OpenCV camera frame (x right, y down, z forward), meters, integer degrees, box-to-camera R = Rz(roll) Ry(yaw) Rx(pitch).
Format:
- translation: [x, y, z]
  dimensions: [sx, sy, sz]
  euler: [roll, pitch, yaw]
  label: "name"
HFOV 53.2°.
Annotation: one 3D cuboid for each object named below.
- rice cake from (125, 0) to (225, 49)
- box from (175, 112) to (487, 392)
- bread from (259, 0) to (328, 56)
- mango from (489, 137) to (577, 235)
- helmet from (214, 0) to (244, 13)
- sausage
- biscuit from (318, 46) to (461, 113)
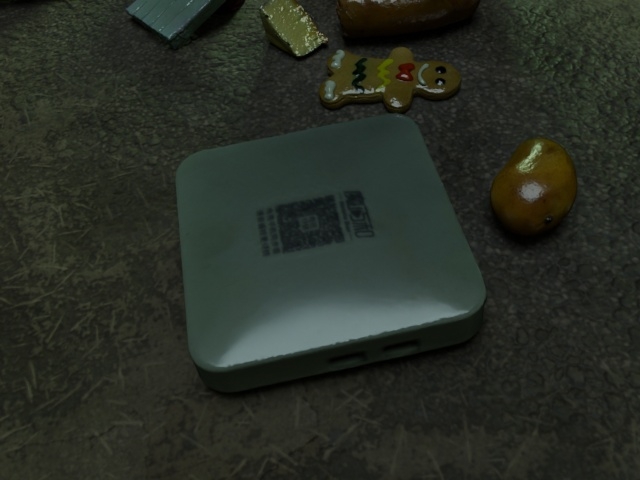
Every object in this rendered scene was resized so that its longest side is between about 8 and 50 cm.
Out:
- translation: [-0.265, -0.480, 1.247]
  dimensions: [0.189, 0.037, 0.198]
  euler: [38, 87, 30]
  label: "rice cake"
- translation: [0.000, 0.000, 0.866]
  dimensions: [0.373, 0.090, 0.367]
  euler: [-11, 54, -3]
  label: "box"
- translation: [-0.051, -0.393, 1.170]
  dimensions: [0.084, 0.080, 0.109]
  euler: [-40, 57, -19]
  label: "bread"
- translation: [0.303, -0.076, 0.894]
  dimensions: [0.115, 0.089, 0.165]
  euler: [22, 55, 32]
  label: "mango"
- translation: [-0.199, -0.514, 1.291]
  dimensions: [0.089, 0.057, 0.111]
  euler: [-2, 53, 7]
  label: "helmet"
- translation: [0.162, -0.432, 1.166]
  dimensions: [0.270, 0.109, 0.109]
  euler: [-11, 53, -2]
  label: "sausage"
- translation: [0.120, -0.281, 1.098]
  dimensions: [0.240, 0.035, 0.158]
  euler: [1, 56, 8]
  label: "biscuit"
